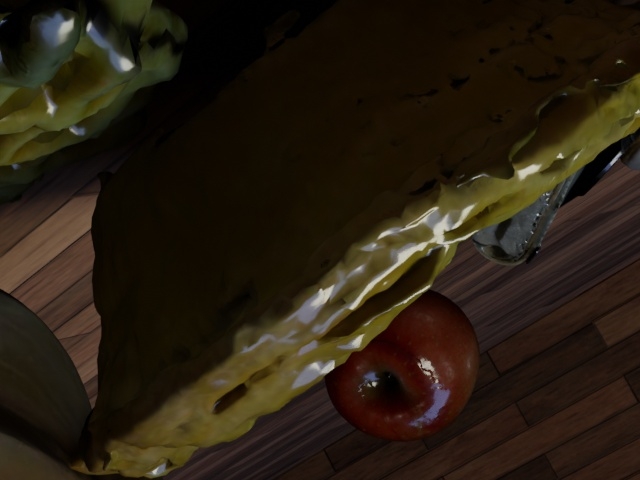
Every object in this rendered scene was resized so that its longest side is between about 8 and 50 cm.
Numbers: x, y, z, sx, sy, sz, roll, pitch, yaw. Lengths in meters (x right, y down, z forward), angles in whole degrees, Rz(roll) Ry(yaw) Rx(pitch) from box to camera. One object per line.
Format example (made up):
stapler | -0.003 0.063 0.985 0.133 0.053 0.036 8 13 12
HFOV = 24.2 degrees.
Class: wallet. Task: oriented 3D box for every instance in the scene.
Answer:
wallet | 0.182 -0.095 0.927 0.231 0.069 0.170 -54 175 -30

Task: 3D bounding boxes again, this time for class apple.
apple | 0.095 0.137 1.707 0.181 0.181 0.168 -36 -171 33

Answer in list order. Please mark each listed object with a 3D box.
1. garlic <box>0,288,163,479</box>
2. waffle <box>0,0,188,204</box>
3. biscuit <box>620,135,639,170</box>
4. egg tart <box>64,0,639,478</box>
garlic | -0.223 0.133 0.787 0.292 0.237 0.210 21 131 -25
waffle | -0.188 -0.032 0.511 0.297 0.073 0.317 -22 176 -3
biscuit | 0.400 -0.132 1.555 0.181 0.049 0.208 -19 167 -43
egg tart | 0.005 -0.031 0.688 0.345 0.132 0.345 -37 -176 3
